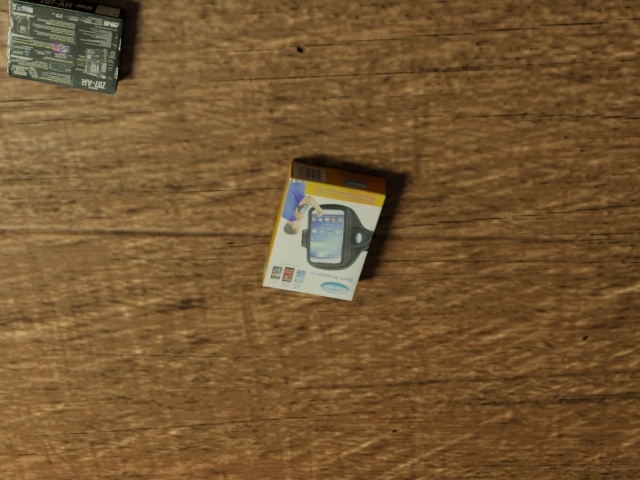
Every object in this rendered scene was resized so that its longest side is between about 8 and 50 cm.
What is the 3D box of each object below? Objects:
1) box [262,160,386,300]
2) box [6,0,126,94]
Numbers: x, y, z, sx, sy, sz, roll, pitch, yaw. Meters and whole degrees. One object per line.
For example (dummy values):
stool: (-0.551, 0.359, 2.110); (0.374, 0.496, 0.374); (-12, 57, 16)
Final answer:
box: (0.000, 0.000, 0.967); (0.081, 0.028, 0.136); (10, 127, -7)
box: (-0.190, -0.147, 0.854); (0.083, 0.018, 0.067); (9, 129, -6)
